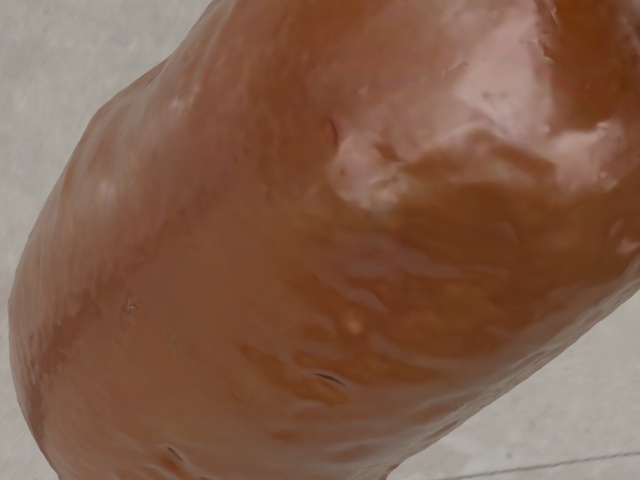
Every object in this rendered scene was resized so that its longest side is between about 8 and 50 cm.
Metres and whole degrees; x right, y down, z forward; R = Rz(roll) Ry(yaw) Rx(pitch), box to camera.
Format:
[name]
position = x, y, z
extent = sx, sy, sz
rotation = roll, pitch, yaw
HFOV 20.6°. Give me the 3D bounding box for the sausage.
[sausage]
position = -0.002, -0.001, 0.470
extent = 0.133, 0.258, 0.133
rotation = 17, 55, -26
